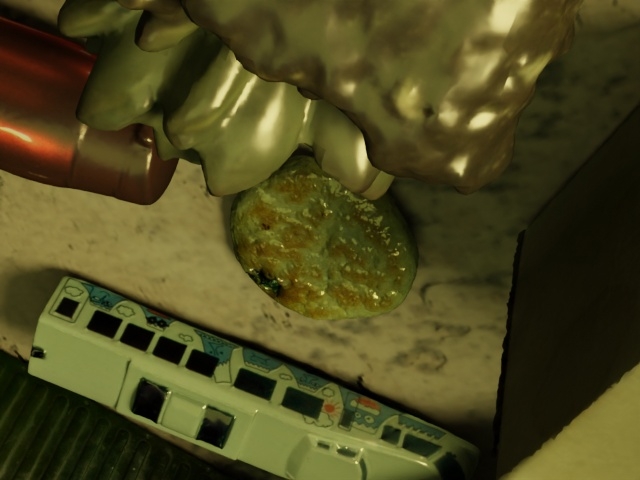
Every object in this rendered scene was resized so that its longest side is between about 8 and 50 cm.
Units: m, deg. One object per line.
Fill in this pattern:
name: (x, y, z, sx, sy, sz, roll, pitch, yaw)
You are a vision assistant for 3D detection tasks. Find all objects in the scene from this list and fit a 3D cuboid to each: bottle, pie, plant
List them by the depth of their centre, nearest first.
plant: (0.013, -0.089, 0.350, 0.132, 0.129, 0.194, 32, 127, -12)
bottle: (-0.132, -0.059, 0.462, 0.164, 0.060, 0.060, 20, 131, -3)
pie: (0.000, 0.000, 0.500, 0.085, 0.017, 0.085, 8, 131, 10)

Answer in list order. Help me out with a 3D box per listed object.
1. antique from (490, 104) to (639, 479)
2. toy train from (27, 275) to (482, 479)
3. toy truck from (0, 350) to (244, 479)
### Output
antique: (0.160, 0.031, 0.401, 0.152, 0.147, 0.148, 29, 127, -10)
toy train: (-0.028, 0.076, 0.552, 0.207, 0.047, 0.043, 21, 132, -1)
toy truck: (-0.121, 0.153, 0.615, 0.259, 0.088, 0.121, 31, 130, -10)
